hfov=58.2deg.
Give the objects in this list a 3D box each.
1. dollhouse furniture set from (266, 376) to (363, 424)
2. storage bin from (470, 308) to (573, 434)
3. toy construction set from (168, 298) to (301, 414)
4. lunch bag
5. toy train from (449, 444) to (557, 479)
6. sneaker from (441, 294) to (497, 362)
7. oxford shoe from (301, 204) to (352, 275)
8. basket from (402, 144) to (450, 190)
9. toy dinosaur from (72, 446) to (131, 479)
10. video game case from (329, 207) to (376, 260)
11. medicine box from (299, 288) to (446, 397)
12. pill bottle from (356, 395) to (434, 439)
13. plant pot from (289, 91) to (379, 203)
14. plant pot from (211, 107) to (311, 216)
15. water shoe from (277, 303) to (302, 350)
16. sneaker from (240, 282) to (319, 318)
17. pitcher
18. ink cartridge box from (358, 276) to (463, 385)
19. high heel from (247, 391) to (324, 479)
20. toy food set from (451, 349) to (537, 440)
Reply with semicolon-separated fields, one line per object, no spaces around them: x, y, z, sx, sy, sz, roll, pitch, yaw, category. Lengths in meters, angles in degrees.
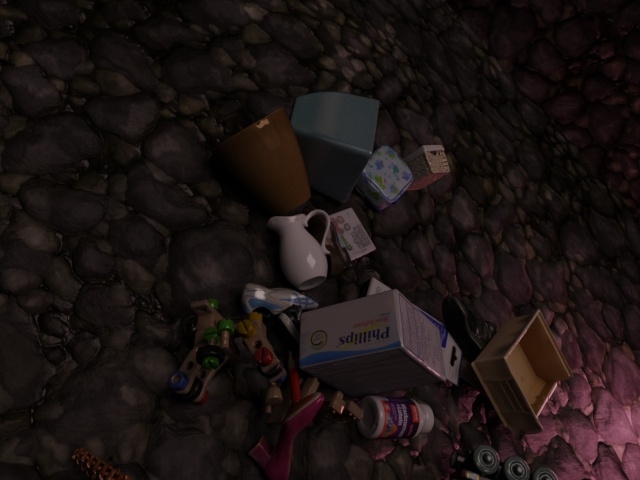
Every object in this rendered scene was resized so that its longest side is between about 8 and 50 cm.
-0.012;0.424;1.383;0.151;0.144;0.123;47;50;-23;dollhouse furniture set
0.602;0.389;1.696;0.262;0.123;0.260;-35;98;-42;storage bin
-0.179;0.240;1.320;0.309;0.257;0.237;31;35;-35;toy construction set
0.210;-0.210;1.945;0.176;0.090;0.219;46;47;-3;lunch bag
0.498;0.684;1.549;0.334;0.142;0.190;21;57;-2;toy train
0.462;0.256;1.772;0.130;0.087;0.227;-30;86;-46;sneaker
0.000;0.000;1.673;0.096;0.083;0.227;-23;78;-38;oxford shoe
0.358;-0.254;2.030;0.113;0.167;0.103;-9;74;-39;basket
-0.373;0.542;1.062;0.322;0.164;0.218;40;30;15;toy dinosaur
0.086;-0.018;1.787;0.143;0.019;0.157;-22;78;-42;video game case
0.131;0.264;1.416;0.289;0.264;0.149;43;38;-48;medicine box
0.200;0.467;1.515;0.194;0.108;0.108;12;57;-30;pill bottle
0.012;-0.310;1.770;0.252;0.248;0.247;18;54;-9;plant pot
-0.140;-0.202;1.617;0.237;0.237;0.254;-40;104;-43;plant pot
-0.024;0.253;1.477;0.080;0.073;0.203;-43;107;-21;water shoe
-0.106;0.164;1.509;0.237;0.085;0.086;11;92;-38;sneaker
-0.035;0.019;1.589;0.178;0.125;0.207;-19;67;-7;pitcher
0.264;0.278;1.707;0.371;0.069;0.175;33;48;-13;ink cartridge box
-0.049;0.442;1.273;0.117;0.244;0.082;44;13;1;high heel
0.547;0.444;1.809;0.306;0.092;0.220;40;47;2;toy food set
